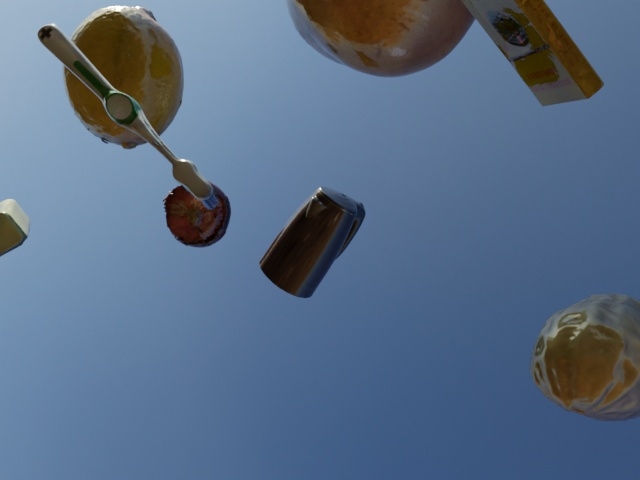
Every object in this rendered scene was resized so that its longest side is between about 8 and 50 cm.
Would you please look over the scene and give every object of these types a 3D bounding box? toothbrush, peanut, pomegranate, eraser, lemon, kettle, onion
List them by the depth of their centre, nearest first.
[{"bbox_3d":[-0.193,-0.130,0.546,0.304,0.030,0.030,44,-67,23],"label":"toothbrush"},{"bbox_3d":[0.359,0.139,0.706,0.147,0.306,0.146,2,-86,38],"label":"peanut"},{"bbox_3d":[-0.508,-0.008,0.866,0.172,0.117,0.058,24,-38,63],"label":"eraser"},{"bbox_3d":[0.103,-0.512,1.054,0.417,0.417,0.416,-1,-92,36],"label":"pomegranate"},{"bbox_3d":[-0.389,-0.323,1.140,0.236,0.236,0.263,-28,-123,32],"label":"lemon"},{"bbox_3d":[0.000,0.000,1.281,0.232,0.202,0.144,-55,-129,17],"label":"kettle"},{"bbox_3d":[-0.330,-0.072,1.532,0.147,0.184,0.183,-172,-95,-74],"label":"onion"}]

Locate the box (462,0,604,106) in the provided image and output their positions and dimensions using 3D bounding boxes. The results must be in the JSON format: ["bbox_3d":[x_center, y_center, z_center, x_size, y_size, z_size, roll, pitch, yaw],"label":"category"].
[{"bbox_3d":[0.176,-0.186,0.502,0.023,0.087,0.155,-41,-80,5],"label":"box"}]
